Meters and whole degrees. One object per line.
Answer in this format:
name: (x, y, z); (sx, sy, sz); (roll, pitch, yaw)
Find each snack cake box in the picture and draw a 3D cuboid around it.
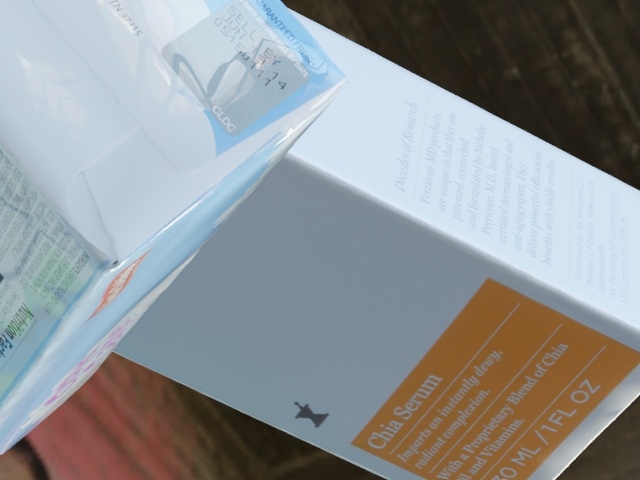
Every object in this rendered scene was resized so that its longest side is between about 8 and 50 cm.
snack cake box: (-0.113, -0.027, 0.505); (0.152, 0.089, 0.264); (49, -30, 1)

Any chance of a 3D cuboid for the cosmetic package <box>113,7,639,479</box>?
cosmetic package: (0.000, 0.000, 1.145); (0.453, 0.161, 0.230); (26, -51, -11)
